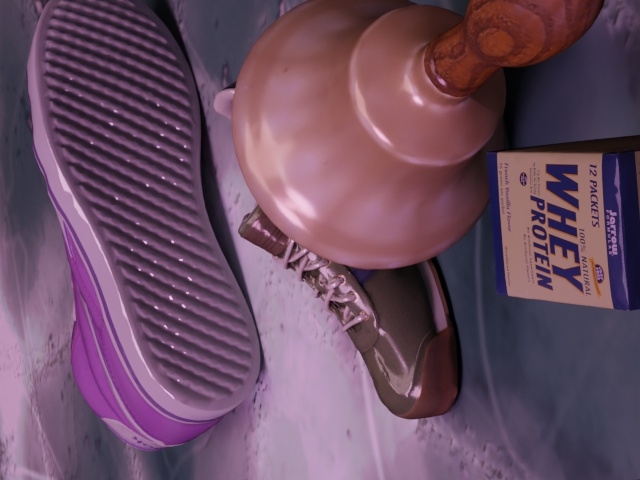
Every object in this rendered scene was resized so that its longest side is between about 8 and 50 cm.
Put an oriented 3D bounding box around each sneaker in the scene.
[{"bbox_3d":[-0.132,-0.006,1.199,0.161,0.102,0.282,138,122,-62],"label":"sneaker"},{"bbox_3d":[0.000,0.000,0.952,0.064,0.086,0.192,-41,60,58],"label":"sneaker"}]

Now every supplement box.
[{"bbox_3d":[0.119,-0.009,0.719,0.083,0.083,0.056,5,102,62],"label":"supplement box"}]

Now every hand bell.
[{"bbox_3d":[0.055,-0.072,0.744,0.242,0.126,0.126,146,115,-70],"label":"hand bell"}]

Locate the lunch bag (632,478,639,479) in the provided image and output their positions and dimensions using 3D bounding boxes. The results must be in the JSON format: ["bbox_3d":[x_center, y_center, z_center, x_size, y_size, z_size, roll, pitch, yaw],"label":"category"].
[{"bbox_3d":[0.145,0.115,0.714,0.098,0.067,0.065,-29,69,62],"label":"lunch bag"}]
